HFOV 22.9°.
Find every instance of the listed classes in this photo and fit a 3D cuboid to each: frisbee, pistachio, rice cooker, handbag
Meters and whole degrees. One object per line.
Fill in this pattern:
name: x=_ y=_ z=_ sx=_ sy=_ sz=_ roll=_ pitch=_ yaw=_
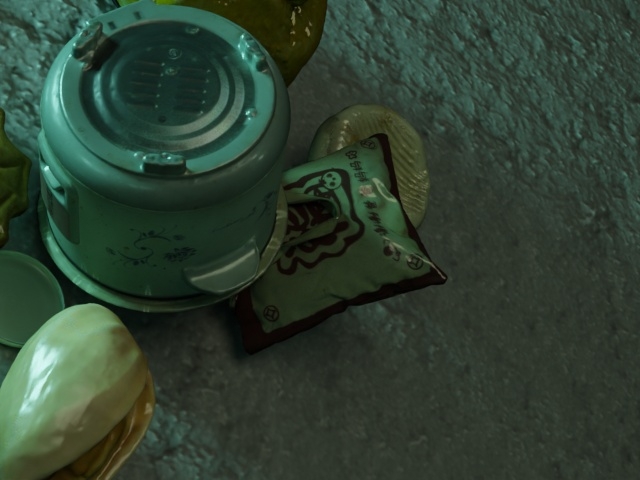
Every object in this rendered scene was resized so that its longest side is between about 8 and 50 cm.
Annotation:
frisbee: x=-0.310 y=0.060 z=1.604 sx=0.110 sy=0.014 sz=0.110 roll=19 pitch=52 yaw=-27
pistachio: x=-0.246 y=0.167 z=1.498 sx=0.157 sy=0.157 sz=0.229 roll=38 pitch=51 yaw=-13
rice cooker: x=-0.162 y=-0.078 z=1.621 sx=0.264 sy=0.316 sz=0.317 roll=-27 pitch=81 yaw=-22
handbag: x=0.000 y=0.000 z=1.765 sx=0.127 sy=0.235 sz=0.213 roll=61 pitch=8 yaw=-62

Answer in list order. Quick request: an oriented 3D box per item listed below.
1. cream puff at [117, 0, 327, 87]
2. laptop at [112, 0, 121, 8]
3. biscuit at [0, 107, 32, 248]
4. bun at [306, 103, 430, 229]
cream puff: x=-0.081 y=-0.299 z=1.816 sx=0.323 sy=0.270 sz=0.274 roll=-88 pitch=157 yaw=-51
laptop: x=-0.212 y=-0.352 z=1.950 sx=0.197 sy=0.016 sz=0.135 roll=-31 pitch=85 yaw=-44
biscuit: x=-0.378 y=-0.075 z=1.614 sx=0.182 sy=0.034 sz=0.215 roll=36 pitch=44 yaw=-9
bun: x=0.047 y=-0.077 z=1.914 sx=0.183 sy=0.102 sz=0.183 roll=11 pitch=74 yaw=-41
